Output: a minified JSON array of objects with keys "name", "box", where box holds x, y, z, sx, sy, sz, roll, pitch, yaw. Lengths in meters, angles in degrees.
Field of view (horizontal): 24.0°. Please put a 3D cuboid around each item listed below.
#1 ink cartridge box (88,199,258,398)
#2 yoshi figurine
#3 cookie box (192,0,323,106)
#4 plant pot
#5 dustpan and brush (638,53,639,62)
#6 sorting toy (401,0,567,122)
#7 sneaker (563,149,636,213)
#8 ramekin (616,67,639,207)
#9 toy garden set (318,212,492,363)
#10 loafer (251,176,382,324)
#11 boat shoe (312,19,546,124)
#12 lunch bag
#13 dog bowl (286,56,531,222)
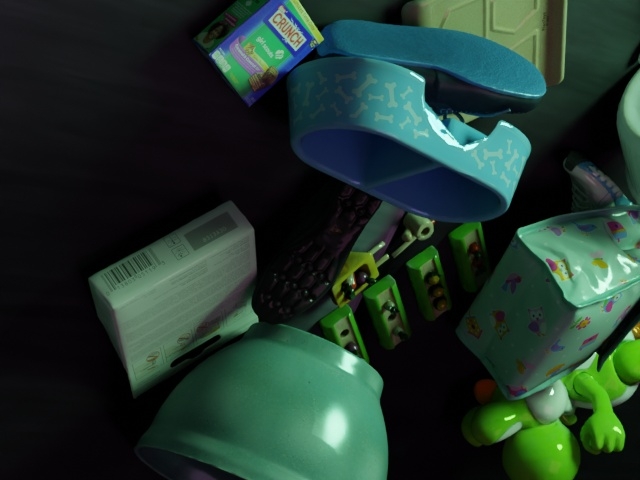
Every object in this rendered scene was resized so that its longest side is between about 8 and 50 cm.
[{"name":"ink cartridge box","box":[-0.157,0.069,1.687,0.181,0.056,0.224,-30,156,-17]},{"name":"yoshi figurine","box":[0.377,0.239,2.146,0.362,0.203,0.203,-24,142,-18]},{"name":"cookie box","box":[-0.062,-0.205,1.530,0.107,0.040,0.092,-43,139,-3]},{"name":"plant pot","box":[-0.041,0.217,1.744,0.293,0.293,0.196,48,61,-49]},{"name":"dustpan and brush","box":[0.473,-0.305,1.884,0.147,0.060,0.211,14,107,-59]},{"name":"sorting toy","box":[0.186,-0.227,1.724,0.208,0.038,0.193,-22,135,-17]},{"name":"sneaker","box":[0.358,-0.049,1.984,0.083,0.071,0.191,-44,139,8]},{"name":"ramekin","box":[0.495,-0.149,1.875,0.273,0.273,0.127,-40,127,-6]},{"name":"toy garden set","box":[0.110,0.051,1.875,0.244,0.049,0.204,-34,138,-13]},{"name":"loafer","box":[0.000,0.000,1.717,0.076,0.078,0.223,36,91,-11]},{"name":"boat shoe","box":[0.114,-0.179,1.637,0.258,0.109,0.089,13,132,-11]},{"name":"lunch bag","box":[0.342,0.069,1.966,0.262,0.160,0.223,-17,150,-35]},{"name":"dog bowl","box":[0.091,-0.099,1.601,0.297,0.166,0.074,24,65,-33]}]
